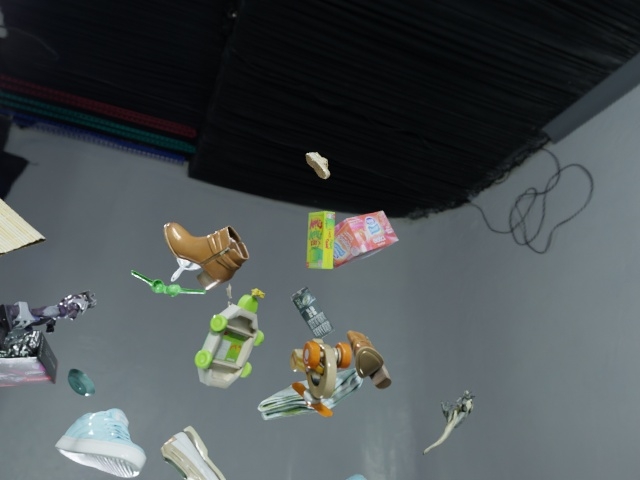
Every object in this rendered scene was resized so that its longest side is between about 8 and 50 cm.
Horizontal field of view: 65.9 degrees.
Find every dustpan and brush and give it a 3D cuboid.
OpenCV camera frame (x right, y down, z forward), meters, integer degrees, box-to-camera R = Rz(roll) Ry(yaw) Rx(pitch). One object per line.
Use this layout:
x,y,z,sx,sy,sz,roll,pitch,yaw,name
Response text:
-0.580,0.100,2.146,0.211,0.147,0.060,-58,-4,-25,dustpan and brush

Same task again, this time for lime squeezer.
-0.646,0.190,2.093,0.059,0.310,0.110,-89,25,-44,lime squeezer

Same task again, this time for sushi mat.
-0.719,-0.068,0.985,0.151,0.316,0.019,-37,-21,-51,sushi mat

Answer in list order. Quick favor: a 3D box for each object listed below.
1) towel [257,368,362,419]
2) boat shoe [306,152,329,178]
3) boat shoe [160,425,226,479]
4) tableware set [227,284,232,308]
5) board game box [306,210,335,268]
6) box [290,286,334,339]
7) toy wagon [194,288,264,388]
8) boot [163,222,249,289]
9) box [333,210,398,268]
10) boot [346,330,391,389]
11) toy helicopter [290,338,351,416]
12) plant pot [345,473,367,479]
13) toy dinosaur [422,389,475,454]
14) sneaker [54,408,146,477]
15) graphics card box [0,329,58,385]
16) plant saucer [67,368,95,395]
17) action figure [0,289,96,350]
-0.033,0.626,2.030,0.320,0.374,0.090,-18,82,27,towel
0.001,-0.309,1.987,0.170,0.059,0.063,53,156,41,boat shoe
-0.323,0.656,1.333,0.302,0.103,0.113,43,141,29,boat shoe
-0.441,0.292,2.415,0.141,0.020,0.169,-177,84,-74,tableware set
0.000,0.000,1.601,0.092,0.043,0.181,-2,85,55,board game box
-0.033,0.269,1.847,0.180,0.077,0.147,58,175,-1,box
-0.287,0.321,1.663,0.267,0.068,0.344,43,-116,-59,toy wagon
-0.262,0.006,1.146,0.152,0.197,0.073,-37,5,32,boot
0.154,-0.007,1.930,0.154,0.300,0.142,-32,80,35,box
0.161,0.408,1.839,0.109,0.283,0.220,-37,44,5,boot
-0.029,0.447,1.674,0.355,0.140,0.235,171,104,-68,toy helicopter
0.081,0.869,1.444,0.290,0.195,0.290,165,90,-69,plant pot
0.378,0.489,1.392,0.064,0.268,0.118,24,125,36,toy dinosaur
-0.557,0.506,1.287,0.366,0.135,0.150,-8,41,37,sneaker
-0.999,0.387,1.591,0.371,0.232,0.094,123,146,-55,graphics card box
-0.831,0.496,1.703,0.021,0.119,0.119,-47,-14,-53,plant saucer
-0.766,0.212,1.405,0.185,0.285,0.099,-35,80,29,action figure
